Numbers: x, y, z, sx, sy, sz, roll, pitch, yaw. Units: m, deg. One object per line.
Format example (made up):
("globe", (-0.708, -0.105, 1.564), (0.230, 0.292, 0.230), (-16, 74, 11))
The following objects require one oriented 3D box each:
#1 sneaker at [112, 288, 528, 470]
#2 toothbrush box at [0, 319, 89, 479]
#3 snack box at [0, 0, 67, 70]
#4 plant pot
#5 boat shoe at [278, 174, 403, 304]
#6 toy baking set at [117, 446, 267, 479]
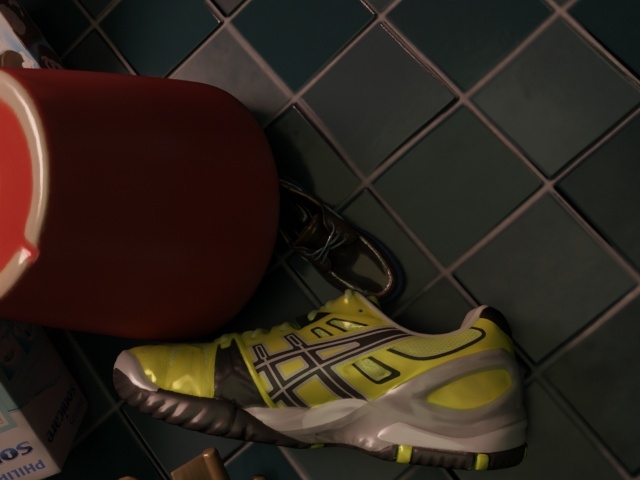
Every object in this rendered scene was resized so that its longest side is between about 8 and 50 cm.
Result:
("sneaker", (-0.003, 0.123, 0.671), (0.385, 0.145, 0.147), (4, 77, 7))
("toothbrush box", (-0.407, 0.121, 0.705), (0.216, 0.126, 0.295), (-21, 112, 4))
("snack box", (-0.419, -0.228, 0.760), (0.187, 0.060, 0.322), (-23, 119, 14))
("plant pot", (-0.211, -0.035, 0.651), (0.275, 0.243, 0.274), (-2, 87, 31))
("boat shoe", (0.000, 0.000, 0.706), (0.183, 0.066, 0.066), (37, 96, 17))
("toy baking set", (-0.144, 0.330, 0.680), (0.197, 0.030, 0.256), (2, 87, -24))
